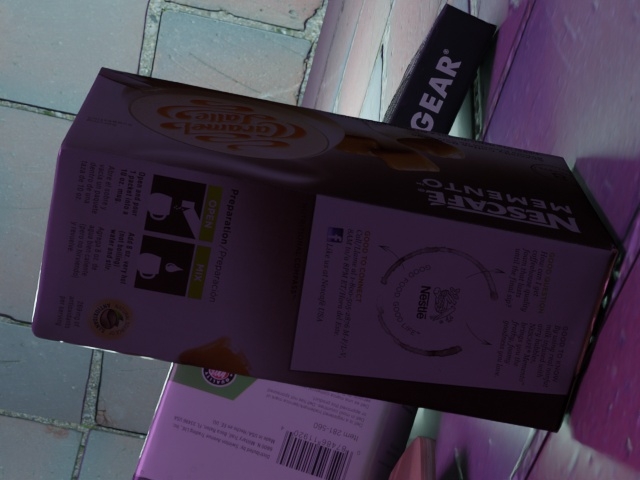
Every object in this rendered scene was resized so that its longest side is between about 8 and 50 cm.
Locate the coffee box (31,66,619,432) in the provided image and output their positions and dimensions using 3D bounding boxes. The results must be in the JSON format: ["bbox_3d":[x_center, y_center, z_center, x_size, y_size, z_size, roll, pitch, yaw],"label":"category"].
[{"bbox_3d":[0.000,0.000,0.677,0.141,0.247,0.098,-90,12,-68],"label":"coffee box"}]

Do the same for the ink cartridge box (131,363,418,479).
[{"bbox_3d":[-0.043,0.182,0.961,0.092,0.160,0.219,45,-117,-68],"label":"ink cartridge box"}]

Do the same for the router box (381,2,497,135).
[{"bbox_3d":[0.063,-0.070,1.036,0.133,0.046,0.179,121,174,-75],"label":"router box"}]

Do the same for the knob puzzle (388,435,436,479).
[{"bbox_3d":[0.051,0.213,0.838,0.213,0.030,0.213,-169,90,-85],"label":"knob puzzle"}]
